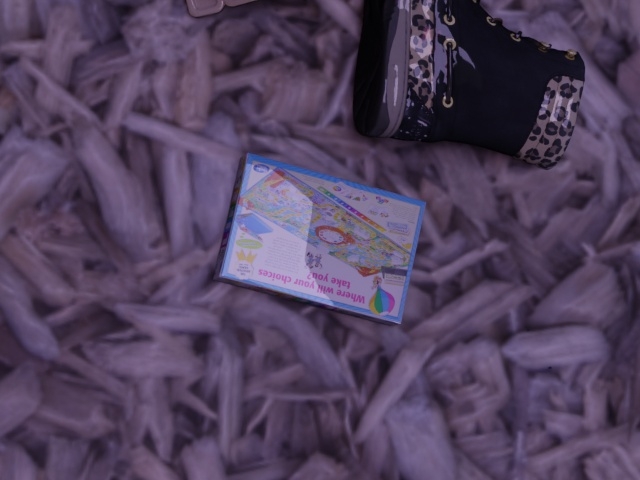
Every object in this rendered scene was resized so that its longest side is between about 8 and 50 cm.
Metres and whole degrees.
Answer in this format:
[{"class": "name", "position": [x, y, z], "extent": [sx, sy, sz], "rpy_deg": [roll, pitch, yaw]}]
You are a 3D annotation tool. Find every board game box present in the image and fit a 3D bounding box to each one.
[{"class": "board game box", "position": [0.000, 0.000, 1.562], "extent": [0.154, 0.026, 0.103], "rpy_deg": [16, 79, -14]}]

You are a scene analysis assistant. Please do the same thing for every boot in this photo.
[{"class": "boot", "position": [0.129, -0.180, 1.598], "extent": [0.179, 0.085, 0.236], "rpy_deg": [14, 79, -19]}]

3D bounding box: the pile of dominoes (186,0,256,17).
[{"class": "pile of dominoes", "position": [-0.036, -0.321, 1.571], "extent": [0.196, 0.040, 0.251], "rpy_deg": [-13, 87, 9]}]
